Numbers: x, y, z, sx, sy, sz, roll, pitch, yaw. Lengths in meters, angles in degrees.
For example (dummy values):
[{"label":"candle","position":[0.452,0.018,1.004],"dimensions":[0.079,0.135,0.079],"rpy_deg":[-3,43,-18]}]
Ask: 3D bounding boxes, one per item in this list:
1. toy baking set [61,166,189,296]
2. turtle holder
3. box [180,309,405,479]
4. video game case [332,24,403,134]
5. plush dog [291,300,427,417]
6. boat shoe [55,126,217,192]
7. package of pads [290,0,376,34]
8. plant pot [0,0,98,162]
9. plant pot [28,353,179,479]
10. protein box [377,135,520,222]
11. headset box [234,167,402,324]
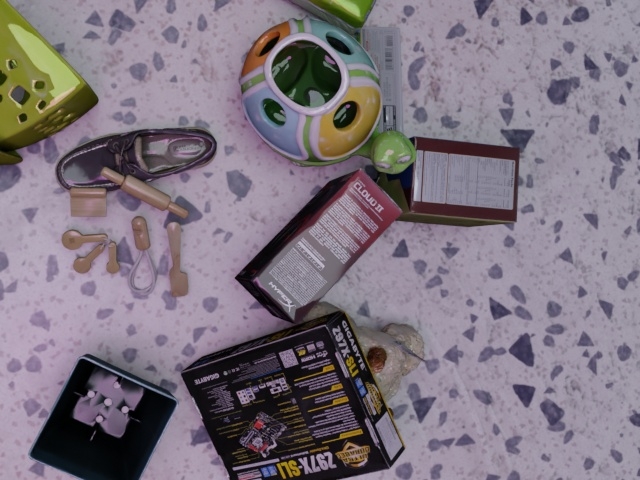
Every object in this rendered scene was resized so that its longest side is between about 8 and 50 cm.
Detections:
[{"label":"toy baking set","position":[-0.324,-0.008,1.384],"dimensions":[0.256,0.030,0.197],"rpy_deg":[24,106,-18]},{"label":"turtle holder","position":[-0.004,-0.229,1.367],"dimensions":[0.243,0.227,0.320],"rpy_deg":[-22,88,1]},{"label":"box","position":[-0.054,0.285,1.352],"dimensions":[0.322,0.079,0.257],"rpy_deg":[-22,96,29]},{"label":"video game case","position":[0.055,-0.295,1.520],"dimensions":[0.206,0.026,0.227],"rpy_deg":[-2,90,-14]},{"label":"plush dog","position":[0.057,0.263,1.436],"dimensions":[0.262,0.210,0.225],"rpy_deg":[16,108,-13]},{"label":"boat shoe","position":[-0.318,-0.147,1.389],"dimensions":[0.285,0.092,0.103],"rpy_deg":[-11,91,-14]},{"label":"package of pads","position":[-0.005,-0.550,1.466],"dimensions":[0.296,0.101,0.229],"rpy_deg":[29,80,-7]},{"label":"plant pot","position":[-0.517,-0.250,1.283],"dimensions":[0.207,0.227,0.228],"rpy_deg":[-44,99,-5]},{"label":"plant pot","position":[-0.347,0.280,1.297],"dimensions":[0.165,0.234,0.165],"rpy_deg":[28,83,-12]},{"label":"protein box","position":[0.228,-0.102,1.466],"dimensions":[0.201,0.200,0.136],"rpy_deg":[5,88,-14]},{"label":"headset box","position":[0.000,0.000,1.399],"dimensions":[0.110,0.218,0.293],"rpy_deg":[46,80,-9]}]
